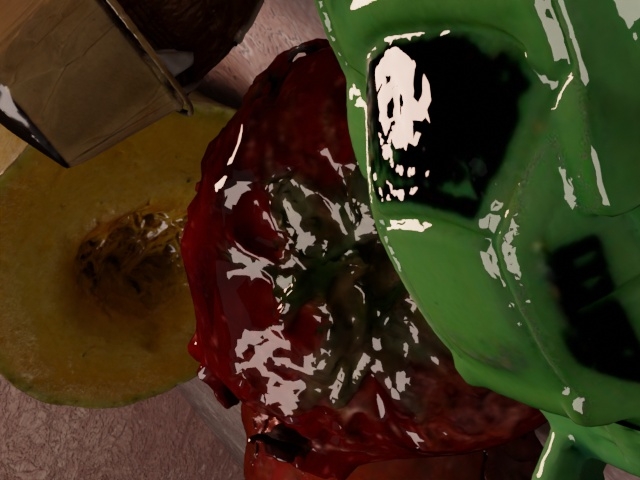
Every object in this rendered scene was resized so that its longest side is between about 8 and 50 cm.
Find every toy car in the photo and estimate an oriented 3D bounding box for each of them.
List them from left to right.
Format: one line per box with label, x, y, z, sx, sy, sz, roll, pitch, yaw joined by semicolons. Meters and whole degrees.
toy car;0.113;-0.013;0.459;0.358;0.176;0.213;55;161;-26

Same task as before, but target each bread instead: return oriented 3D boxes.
bread;-0.143;-0.158;0.791;0.142;0.212;0.224;50;169;-31

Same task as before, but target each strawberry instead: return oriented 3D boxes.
strawberry;0.047;0.011;0.731;0.274;0.274;0.220;48;-158;-4

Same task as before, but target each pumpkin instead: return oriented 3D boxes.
pumpkin;-0.204;-0.029;1.119;0.199;0.332;0.332;48;169;42

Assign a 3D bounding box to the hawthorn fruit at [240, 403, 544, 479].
hawthorn fruit;0.079;0.191;1.021;0.307;0.276;0.276;21;153;33
